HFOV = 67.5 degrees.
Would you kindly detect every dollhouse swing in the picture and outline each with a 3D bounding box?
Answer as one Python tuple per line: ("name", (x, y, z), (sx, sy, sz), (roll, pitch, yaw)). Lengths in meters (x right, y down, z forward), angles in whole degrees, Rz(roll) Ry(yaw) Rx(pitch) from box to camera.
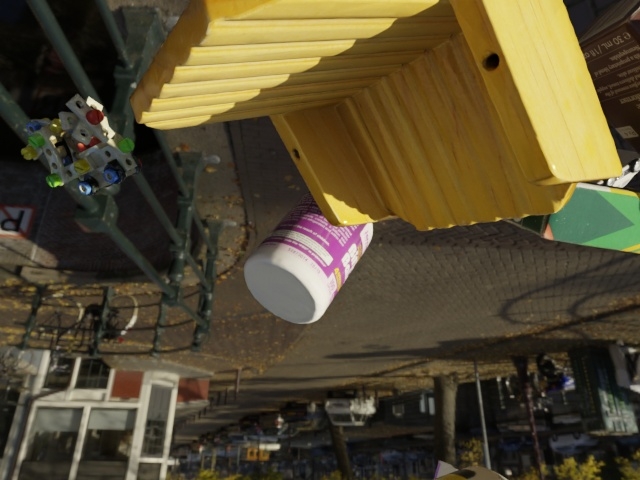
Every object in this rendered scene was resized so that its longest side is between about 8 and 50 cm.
("dollhouse swing", (0.038, -0.092, 0.504), (0.347, 0.305, 0.315), (-9, 113, 56))

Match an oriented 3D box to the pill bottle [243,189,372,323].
("pill bottle", (0.000, 0.000, 0.926), (0.169, 0.301, 0.169), (21, 139, 19))

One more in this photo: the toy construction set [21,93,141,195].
("toy construction set", (-0.538, -0.215, 1.085), (0.328, 0.151, 0.215), (-7, 116, 44))

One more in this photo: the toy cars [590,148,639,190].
("toy cars", (0.704, -0.102, 1.166), (0.177, 0.393, 0.087), (-1, 124, 28))

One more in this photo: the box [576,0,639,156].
("box", (0.549, -0.189, 0.688), (0.381, 0.143, 0.191), (44, -177, -3))

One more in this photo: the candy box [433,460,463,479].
("candy box", (0.158, 0.390, 0.611), (0.070, 0.164, 0.196), (15, 152, 20))

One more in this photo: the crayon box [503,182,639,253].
("crayon box", (0.432, -0.039, 0.702), (0.319, 0.081, 0.202), (8, -167, -5))

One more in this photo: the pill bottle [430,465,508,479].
("pill bottle", (0.048, 0.243, 0.325), (0.209, 0.119, 0.119), (-8, 158, -21))
